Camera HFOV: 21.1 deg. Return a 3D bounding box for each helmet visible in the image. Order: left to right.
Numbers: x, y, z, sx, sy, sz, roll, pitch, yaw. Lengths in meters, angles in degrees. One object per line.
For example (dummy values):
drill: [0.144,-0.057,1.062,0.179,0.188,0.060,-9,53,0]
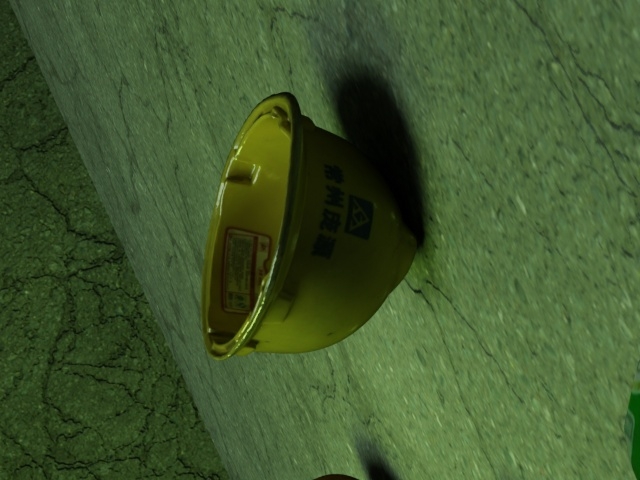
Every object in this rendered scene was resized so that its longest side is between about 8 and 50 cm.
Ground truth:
helmet: [0.000,0.000,1.328,0.257,0.140,0.205,145,133,-66]

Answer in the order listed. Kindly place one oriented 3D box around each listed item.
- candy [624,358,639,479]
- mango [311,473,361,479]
candy: [0.195,0.115,0.836,0.141,0.078,0.203,-137,31,-62]
mango: [0.043,0.342,1.807,0.257,0.138,0.187,62,180,37]
